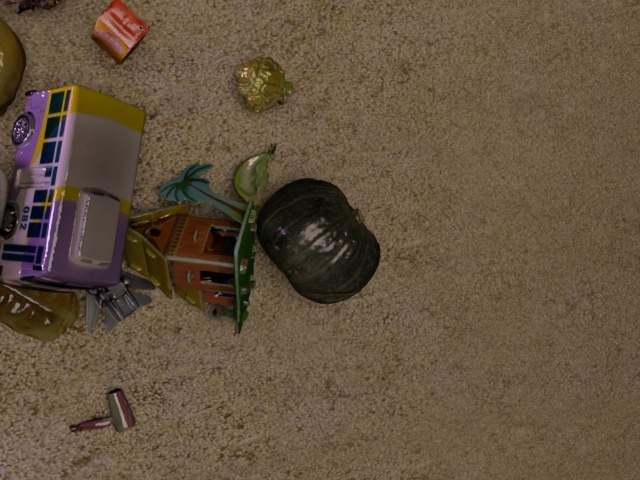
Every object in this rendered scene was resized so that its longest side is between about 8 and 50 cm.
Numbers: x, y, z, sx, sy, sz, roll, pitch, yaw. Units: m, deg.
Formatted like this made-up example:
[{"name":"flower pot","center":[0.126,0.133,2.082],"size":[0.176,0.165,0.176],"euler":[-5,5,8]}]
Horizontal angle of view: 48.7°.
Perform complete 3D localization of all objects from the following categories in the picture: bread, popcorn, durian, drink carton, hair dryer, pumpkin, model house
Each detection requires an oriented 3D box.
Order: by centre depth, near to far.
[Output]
[{"name":"bread","center":[-0.791,-0.394,1.565],"size":[0.269,0.148,0.270],"euler":[-2,96,-25]},{"name":"drink carton","center":[-0.466,-0.480,1.635],"size":[0.096,0.223,0.071],"euler":[43,79,-19]},{"name":"bread","center":[-0.701,0.135,1.661],"size":[0.267,0.130,0.152],"euler":[33,81,-22]},{"name":"hair dryer","center":[-0.558,0.451,1.791],"size":[0.154,0.054,0.106],"euler":[-22,98,-13]},{"name":"model house","center":[-0.322,0.008,1.798],"size":[0.323,0.340,0.300],"euler":[7,134,1]},{"name":"popcorn","center":[-0.146,-0.400,1.812],"size":[0.162,0.135,0.141],"euler":[28,63,-9]},{"name":"pumpkin","center":[0.000,0.000,1.834],"size":[0.257,0.291,0.328],"euler":[-37,120,9]},{"name":"durian","center":[-0.163,-0.163,1.839],"size":[0.086,0.100,0.215],"euler":[42,44,-42]}]

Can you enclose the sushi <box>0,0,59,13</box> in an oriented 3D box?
[{"name":"sushi","center":[-0.674,-0.714,1.559],"size":[0.417,0.176,0.418],"euler":[-2,96,-20]}]

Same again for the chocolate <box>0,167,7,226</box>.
[{"name":"chocolate","center":[-0.805,-0.101,1.552],"size":[0.303,0.100,0.185],"euler":[10,86,21]}]

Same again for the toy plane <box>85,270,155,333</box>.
[{"name":"toy plane","center":[-0.539,0.077,1.736],"size":[0.212,0.088,0.267],"euler":[-38,106,-37]}]

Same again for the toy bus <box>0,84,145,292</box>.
[{"name":"toy bus","center":[-0.548,-0.102,1.572],"size":[0.209,0.249,0.440],"euler":[17,77,-52]}]
